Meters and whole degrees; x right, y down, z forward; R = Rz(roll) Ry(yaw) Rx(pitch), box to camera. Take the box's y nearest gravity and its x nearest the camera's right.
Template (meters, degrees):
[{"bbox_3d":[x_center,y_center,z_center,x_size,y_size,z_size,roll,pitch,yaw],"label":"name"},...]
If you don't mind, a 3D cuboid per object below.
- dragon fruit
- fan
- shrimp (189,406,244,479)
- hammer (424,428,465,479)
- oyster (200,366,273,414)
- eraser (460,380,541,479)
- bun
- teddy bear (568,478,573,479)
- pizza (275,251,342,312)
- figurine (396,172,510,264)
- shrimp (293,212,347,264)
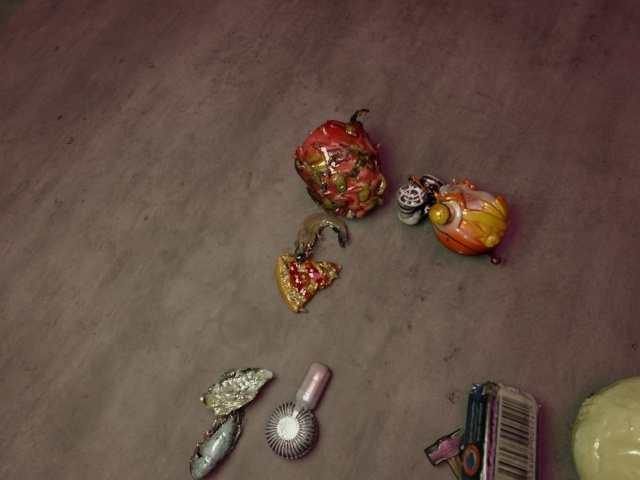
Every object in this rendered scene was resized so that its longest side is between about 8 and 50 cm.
[{"bbox_3d":[0.076,-0.206,1.197,0.269,0.250,0.291,-42,87,-5],"label":"dragon fruit"},{"bbox_3d":[-0.047,0.434,1.039,0.130,0.074,0.244,21,65,23],"label":"fan"},{"bbox_3d":[-0.245,0.493,1.023,0.090,0.079,0.233,50,60,-25],"label":"shrimp"},{"bbox_3d":[0.392,0.643,0.948,0.111,0.043,0.365,-27,71,-9],"label":"hammer"},{"bbox_3d":[-0.219,0.381,1.047,0.177,0.064,0.125,-32,46,-32],"label":"oyster"},{"bbox_3d":[0.419,0.510,0.933,0.155,0.101,0.332,22,63,-7],"label":"eraser"},{"bbox_3d":[0.749,0.466,0.842,0.365,0.202,0.364,-3,64,6],"label":"bun"},{"bbox_3d":[0.617,0.619,0.921,0.119,0.078,0.160,29,73,18],"label":"teddy bear"},{"bbox_3d":[-0.030,0.102,1.176,0.199,0.062,0.188,-21,70,-7],"label":"pizza"},{"bbox_3d":[0.390,-0.072,1.154,0.323,0.196,0.320,28,32,24],"label":"figurine"},{"bbox_3d":[0.000,0.000,1.205,0.152,0.046,0.219,17,49,9],"label":"shrimp"}]
